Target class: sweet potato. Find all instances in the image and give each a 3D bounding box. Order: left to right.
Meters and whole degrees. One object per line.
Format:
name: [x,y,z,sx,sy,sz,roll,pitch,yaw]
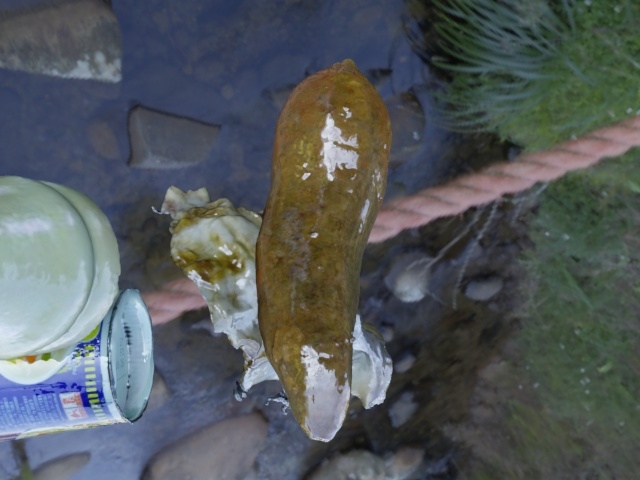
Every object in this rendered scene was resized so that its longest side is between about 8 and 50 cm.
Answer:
sweet potato: [-0.001,0.001,0.609,0.097,0.292,0.097,5,160,2]

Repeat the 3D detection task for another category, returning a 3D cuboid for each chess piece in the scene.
chess piece: [-0.419,0.025,0.849,0.234,0.234,0.442,-43,166,11]

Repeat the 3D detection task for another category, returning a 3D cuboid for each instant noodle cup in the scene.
instant noodle cup: [-0.417,0.173,1.186,0.312,0.284,0.284,-3,144,6]

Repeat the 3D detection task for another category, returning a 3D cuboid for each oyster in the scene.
oyster: [-0.028,0.079,0.792,0.133,0.198,0.337,-20,136,19]
